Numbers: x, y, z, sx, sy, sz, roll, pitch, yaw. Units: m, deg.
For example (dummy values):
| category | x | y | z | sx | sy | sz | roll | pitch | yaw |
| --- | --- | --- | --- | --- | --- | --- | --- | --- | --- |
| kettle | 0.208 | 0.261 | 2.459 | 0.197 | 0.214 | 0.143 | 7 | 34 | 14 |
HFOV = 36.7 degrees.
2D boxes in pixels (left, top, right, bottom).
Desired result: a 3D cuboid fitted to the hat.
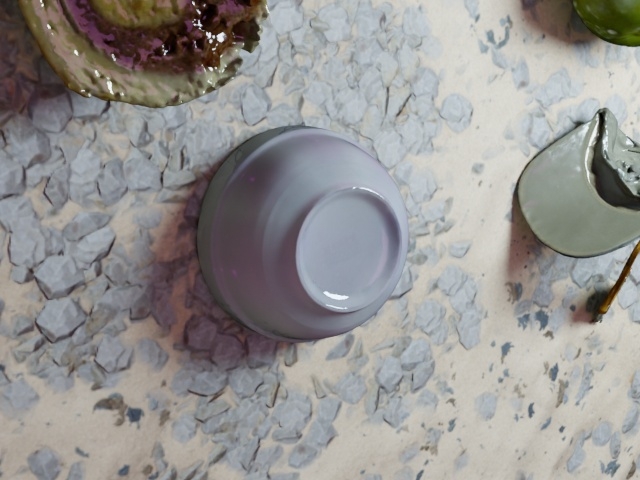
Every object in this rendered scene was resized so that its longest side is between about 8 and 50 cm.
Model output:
| category | x | y | z | sx | sy | sz | roll | pitch | yaw |
| --- | --- | --- | --- | --- | --- | --- | --- | --- | --- |
| hat | 0.437 | -0.071 | 1.498 | 0.245 | 0.214 | 0.149 | -33 | 155 | 8 |

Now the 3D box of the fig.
| category | x | y | z | sx | sy | sz | roll | pitch | yaw |
| --- | --- | --- | --- | --- | --- | --- | --- | --- | --- |
| fig | 0.496 | -0.431 | 1.396 | 0.233 | 0.233 | 0.314 | 20 | 94 | -33 |

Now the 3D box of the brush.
| category | x | y | z | sx | sy | sz | roll | pitch | yaw |
| --- | --- | --- | --- | --- | --- | --- | --- | --- | --- |
| brush | 0.464 | 0.052 | 1.479 | 0.090 | 0.017 | 0.314 | -56 | 163 | -13 |

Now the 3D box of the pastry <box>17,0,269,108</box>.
| category | x | y | z | sx | sy | sz | roll | pitch | yaw |
| --- | --- | --- | --- | --- | --- | --- | --- | --- | --- |
| pastry | -0.199 | -0.279 | 1.044 | 0.237 | 0.170 | 0.256 | -27 | 124 | -2 |

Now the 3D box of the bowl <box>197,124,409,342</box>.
| category | x | y | z | sx | sy | sz | roll | pitch | yaw |
| --- | --- | --- | --- | --- | --- | --- | --- | --- | --- |
| bowl | 0.000 | 0.000 | 1.226 | 0.287 | 0.144 | 0.287 | -6 | 102 | -30 |
